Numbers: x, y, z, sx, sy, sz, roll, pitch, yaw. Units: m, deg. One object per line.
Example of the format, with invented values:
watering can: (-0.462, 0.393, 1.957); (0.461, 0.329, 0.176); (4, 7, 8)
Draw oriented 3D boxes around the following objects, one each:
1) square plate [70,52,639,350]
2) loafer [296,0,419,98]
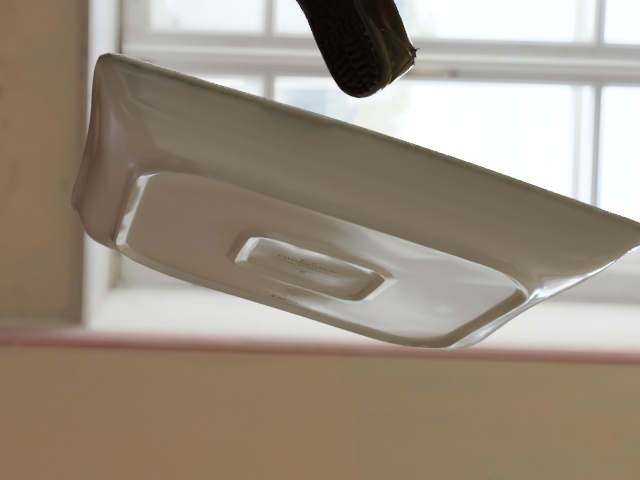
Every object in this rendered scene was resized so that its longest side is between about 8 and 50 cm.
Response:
square plate: (0.000, 0.000, 1.021); (0.344, 0.347, 0.049); (130, -24, -71)
loafer: (0.019, -0.228, 1.296); (0.080, 0.078, 0.220); (-23, -95, 44)
